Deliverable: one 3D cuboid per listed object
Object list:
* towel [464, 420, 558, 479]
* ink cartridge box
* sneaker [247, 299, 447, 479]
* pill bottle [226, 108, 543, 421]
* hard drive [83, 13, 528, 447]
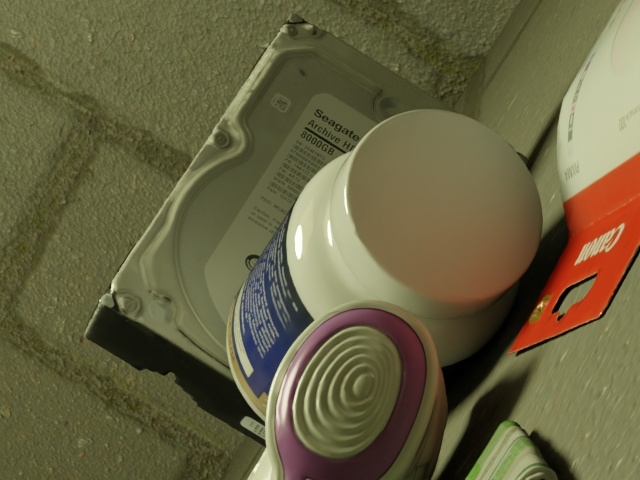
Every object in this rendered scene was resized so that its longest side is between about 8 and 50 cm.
[{"bbox_3d":[0.066,0.137,0.821,0.113,0.023,0.152,-56,0,3],"label":"towel"},{"bbox_3d":[0.159,-0.060,0.999,0.232,0.066,0.189,-55,1,-12],"label":"ink cartridge box"},{"bbox_3d":[-0.006,0.188,1.035,0.305,0.114,0.152,-60,-20,-7],"label":"sneaker"},{"bbox_3d":[0.038,0.028,1.206,0.153,0.153,0.265,-59,1,-28],"label":"pill bottle"},{"bbox_3d":[0.000,0.000,1.443,0.339,0.237,0.064,-59,2,-38],"label":"hard drive"}]
